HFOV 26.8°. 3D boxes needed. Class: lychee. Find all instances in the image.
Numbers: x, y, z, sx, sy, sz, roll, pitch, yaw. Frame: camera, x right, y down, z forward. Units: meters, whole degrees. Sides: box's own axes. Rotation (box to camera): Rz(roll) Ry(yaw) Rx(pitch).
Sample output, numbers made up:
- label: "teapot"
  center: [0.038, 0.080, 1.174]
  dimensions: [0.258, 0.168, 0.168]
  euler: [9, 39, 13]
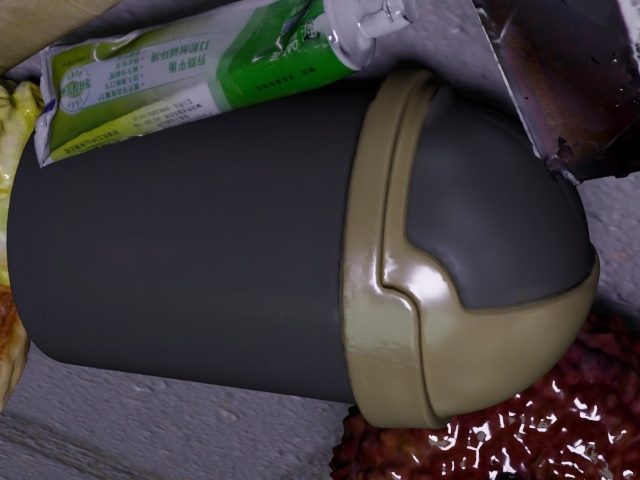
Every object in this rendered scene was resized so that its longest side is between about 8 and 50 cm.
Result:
- label: "lychee"
  center: [0.137, 0.165, 0.937]
  dimensions: [0.264, 0.264, 0.300]
  euler: [15, 178, -6]

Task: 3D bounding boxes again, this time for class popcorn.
- label: "popcorn"
  center: [-0.218, -0.038, 0.876]
  dimensions: [0.126, 0.125, 0.145]
  euler: [-17, 150, -20]

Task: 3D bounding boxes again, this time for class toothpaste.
- label: "toothpaste"
  center: [-0.061, -0.098, 0.727]
  dimensions: [0.248, 0.078, 0.047]
  euler: [-11, 163, 29]

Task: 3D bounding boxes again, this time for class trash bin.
- label: "trash bin"
  center: [0.000, 0.000, 0.812]
  dimensions: [0.334, 0.214, 0.214]
  euler: [5, 142, 20]

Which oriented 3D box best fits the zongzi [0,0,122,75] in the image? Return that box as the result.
- label: "zongzi"
  center: [-0.241, -0.113, 0.691]
  dimensions: [0.300, 0.274, 0.145]
  euler: [-6, 110, 15]

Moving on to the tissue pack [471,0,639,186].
- label: "tissue pack"
  center: [0.231, -0.169, 0.531]
  dimensions: [0.370, 0.198, 0.210]
  euler: [-13, 139, 19]

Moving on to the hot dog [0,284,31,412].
- label: "hot dog"
  center: [-0.402, 0.005, 0.924]
  dimensions: [0.223, 0.185, 0.405]
  euler: [-22, 132, 32]
